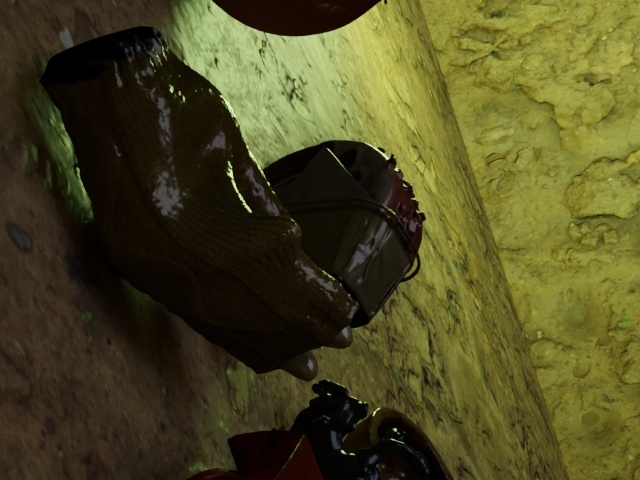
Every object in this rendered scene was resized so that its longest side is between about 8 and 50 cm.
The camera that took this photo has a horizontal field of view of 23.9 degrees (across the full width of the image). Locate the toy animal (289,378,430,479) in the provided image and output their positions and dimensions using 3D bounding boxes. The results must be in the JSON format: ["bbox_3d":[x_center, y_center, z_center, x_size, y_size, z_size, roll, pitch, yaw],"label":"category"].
[{"bbox_3d":[0.035,0.263,1.571,0.084,0.148,0.232,148,-58,-67],"label":"toy animal"}]

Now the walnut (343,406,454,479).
[{"bbox_3d":[0.079,0.283,1.728,0.211,0.087,0.167,47,32,-36],"label":"walnut"}]

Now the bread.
[{"bbox_3d":[0.000,0.000,1.528,0.142,0.224,0.212,61,38,-34],"label":"bread"}]

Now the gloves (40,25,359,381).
[{"bbox_3d":[-0.107,-0.022,1.290,0.356,0.155,0.203,51,10,-11],"label":"gloves"}]

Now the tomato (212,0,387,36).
[{"bbox_3d":[-0.054,-0.411,1.794,0.273,0.341,0.341,-6,71,-30],"label":"tomato"}]

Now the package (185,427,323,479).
[{"bbox_3d":[-0.061,0.278,1.129,0.423,0.123,0.196,-34,106,-74],"label":"package"}]
